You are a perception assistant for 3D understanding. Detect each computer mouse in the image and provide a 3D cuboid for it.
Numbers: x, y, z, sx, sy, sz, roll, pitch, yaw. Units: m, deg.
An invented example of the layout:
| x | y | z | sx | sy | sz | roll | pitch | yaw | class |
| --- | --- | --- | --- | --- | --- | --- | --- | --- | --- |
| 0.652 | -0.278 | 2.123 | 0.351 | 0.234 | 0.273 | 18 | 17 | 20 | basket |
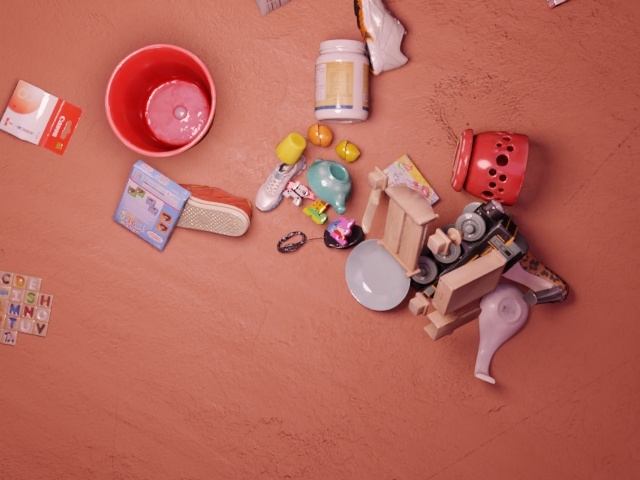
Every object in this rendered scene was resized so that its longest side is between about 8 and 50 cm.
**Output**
| x | y | z | sx | sy | sz | roll | pitch | yaw | class |
| --- | --- | --- | --- | --- | --- | --- | --- | --- | --- |
| 0.000 | 0.000 | 1.975 | 0.242 | 0.041 | 0.071 | -7 | 71 | 7 | computer mouse |

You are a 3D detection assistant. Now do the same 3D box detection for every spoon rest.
| x | y | z | sx | sy | sz | roll | pitch | yaw | class |
| --- | --- | --- | --- | --- | --- | --- | --- | --- | --- |
| 0.480 | 0.250 | 1.975 | 0.137 | 0.084 | 0.276 | 22 | 79 | -2 | spoon rest |

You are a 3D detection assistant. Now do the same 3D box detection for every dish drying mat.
| x | y | z | sx | sy | sz | roll | pitch | yaw | class |
| --- | --- | --- | --- | --- | --- | --- | --- | --- | --- |
| -0.052 | -0.136 | 1.981 | 0.083 | 0.008 | 0.032 | 19 | 91 | -2 | dish drying mat |

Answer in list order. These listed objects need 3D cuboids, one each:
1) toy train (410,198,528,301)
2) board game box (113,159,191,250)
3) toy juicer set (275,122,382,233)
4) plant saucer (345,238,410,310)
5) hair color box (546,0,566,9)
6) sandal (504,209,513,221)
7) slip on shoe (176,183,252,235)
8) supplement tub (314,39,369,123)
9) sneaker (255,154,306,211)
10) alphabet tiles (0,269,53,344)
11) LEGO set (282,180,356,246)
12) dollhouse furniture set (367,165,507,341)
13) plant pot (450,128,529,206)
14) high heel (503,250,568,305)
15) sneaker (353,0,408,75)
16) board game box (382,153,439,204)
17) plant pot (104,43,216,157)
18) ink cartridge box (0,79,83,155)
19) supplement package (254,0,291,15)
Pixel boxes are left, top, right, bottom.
| x | y | z | sx | sy | sz | roll | pitch | yaw | class |
| --- | --- | --- | --- | --- | --- | --- | --- | --- | --- |
| 0.379 | 0.046 | 1.886 | 0.190 | 0.142 | 0.334 | 45 | 117 | 2 | toy train |
| -0.447 | -0.089 | 1.907 | 0.160 | 0.039 | 0.211 | 34 | 129 | -2 | board game box |
| 0.047 | -0.169 | 1.909 | 0.329 | 0.209 | 0.089 | 47 | 134 | 3 | toy juicer set |
| 0.160 | 0.090 | 1.951 | 0.195 | 0.037 | 0.195 | 5 | 100 | 30 | plant saucer |
| 0.630 | -0.719 | 1.936 | 0.093 | 0.053 | 0.167 | -25 | 94 | 0 | hair color box |
| 0.433 | -0.028 | 1.944 | 0.180 | 0.049 | 0.072 | -25 | 56 | 14 | sandal |
| -0.336 | -0.100 | 1.942 | 0.331 | 0.101 | 0.123 | 14 | 131 | 10 | slip on shoe |
| 0.056 | -0.414 | 1.901 | 0.144 | 0.144 | 0.200 | 1 | 92 | 0 | supplement tub |
| -0.116 | -0.163 | 1.939 | 0.071 | 0.083 | 0.191 | 36 | 92 | 10 | sneaker |
| -0.862 | 0.186 | 1.992 | 0.237 | 0.009 | 0.198 | 11 | 92 | 0 | alphabet tiles |
| 0.020 | -0.085 | 1.930 | 0.227 | 0.087 | 0.093 | 41 | 95 | 21 | LEGO set |
| 0.270 | 0.013 | 1.810 | 0.173 | 0.303 | 0.355 | -22 | 53 | -24 | dollhouse furniture set |
| 0.438 | -0.195 | 1.891 | 0.174 | 0.191 | 0.191 | 10 | 92 | 3 | plant pot |
| 0.569 | 0.061 | 1.977 | 0.093 | 0.186 | 0.261 | -47 | 59 | 41 | high heel |
| 0.164 | -0.579 | 1.928 | 0.121 | 0.099 | 0.262 | -12 | 100 | -7 | sneaker |
| 0.236 | -0.144 | 1.972 | 0.103 | 0.026 | 0.154 | -38 | 92 | 2 | board game box |
| -0.384 | -0.341 | 1.853 | 0.275 | 0.243 | 0.275 | 0 | 92 | 0 | plant pot |
| -0.756 | -0.329 | 1.953 | 0.179 | 0.045 | 0.145 | 26 | 93 | 1 | ink cartridge box |
| -0.086 | -0.748 | 1.859 | 0.262 | 0.198 | 0.199 | -28 | 93 | 1 | supplement package |
